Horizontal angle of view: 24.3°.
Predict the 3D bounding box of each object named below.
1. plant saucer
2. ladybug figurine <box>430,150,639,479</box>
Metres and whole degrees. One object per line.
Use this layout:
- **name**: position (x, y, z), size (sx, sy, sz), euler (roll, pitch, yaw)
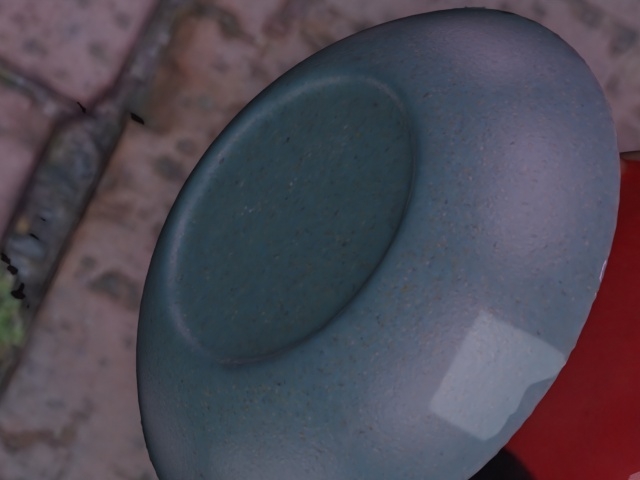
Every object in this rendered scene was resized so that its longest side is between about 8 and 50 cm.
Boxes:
- **plant saucer**: position (0.000, 0.000, 0.468), size (0.037, 0.195, 0.195), euler (35, 97, -38)
- **ladybug figurine**: position (0.138, 0.180, 0.472), size (0.305, 0.162, 0.449), euler (-21, 91, 6)
